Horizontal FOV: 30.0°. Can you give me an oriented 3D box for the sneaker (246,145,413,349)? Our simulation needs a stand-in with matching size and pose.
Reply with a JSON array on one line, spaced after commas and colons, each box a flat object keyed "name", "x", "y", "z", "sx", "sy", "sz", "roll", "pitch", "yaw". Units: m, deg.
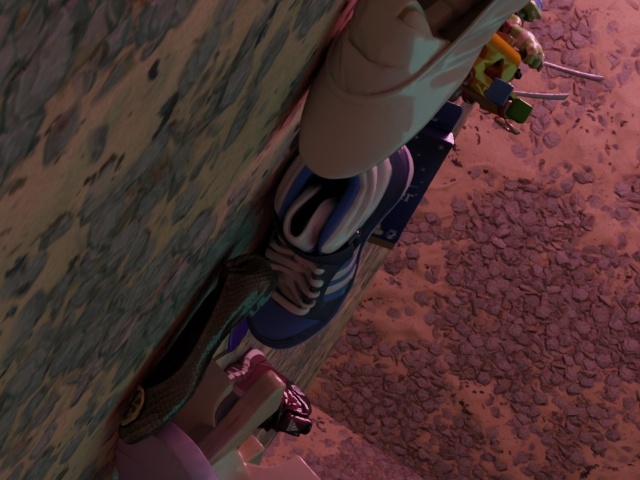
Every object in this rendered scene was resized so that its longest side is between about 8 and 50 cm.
[{"name": "sneaker", "x": -0.025, "y": 0.005, "z": 1.384, "sx": 0.323, "sy": 0.130, "sz": 0.236, "roll": -55, "pitch": 166, "yaw": 17}]

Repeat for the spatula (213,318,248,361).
[{"name": "spatula", "x": -0.147, "y": 0.176, "z": 1.630, "sx": 0.296, "sy": 0.030, "sz": 0.084, "roll": -61, "pitch": 175, "yaw": 26}]

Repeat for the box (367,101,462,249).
[{"name": "box", "x": 0.076, "y": -0.096, "z": 1.530, "sx": 0.036, "sy": 0.136, "sz": 0.225, "roll": -89, "pitch": -158, "yaw": -53}]

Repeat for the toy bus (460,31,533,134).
[{"name": "toy bus", "x": 0.233, "y": -0.252, "z": 1.703, "sx": 0.104, "sy": 0.191, "sz": 0.202, "roll": -58, "pitch": 173, "yaw": 2}]

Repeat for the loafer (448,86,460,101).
[{"name": "loafer", "x": 0.126, "y": -0.230, "z": 1.510, "sx": 0.087, "sy": 0.094, "sz": 0.251, "roll": -51, "pitch": 162, "yaw": -18}]

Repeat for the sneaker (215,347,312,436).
[{"name": "sneaker", "x": -0.093, "y": 0.272, "z": 1.907, "sx": 0.106, "sy": 0.162, "sz": 0.281, "roll": -60, "pitch": 174, "yaw": 22}]

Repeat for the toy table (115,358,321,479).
[{"name": "toy table", "x": -0.125, "y": 0.258, "z": 1.397, "sx": 0.161, "sy": 0.252, "sz": 0.274, "roll": -34, "pitch": 172, "yaw": -29}]

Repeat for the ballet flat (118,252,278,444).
[{"name": "ballet flat", "x": -0.141, "y": 0.111, "z": 1.290, "sx": 0.250, "sy": 0.058, "sz": 0.084, "roll": -50, "pitch": -152, "yaw": -14}]

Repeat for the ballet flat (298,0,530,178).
[{"name": "ballet flat", "x": 0.113, "y": -0.232, "z": 1.154, "sx": 0.400, "sy": 0.139, "sz": 0.139, "roll": -43, "pitch": 173, "yaw": -4}]

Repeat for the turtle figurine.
[{"name": "turtle figurine", "x": 0.285, "y": -0.255, "z": 1.901, "sx": 0.266, "sy": 0.275, "sz": 0.198, "roll": -35, "pitch": -155, "yaw": -4}]
